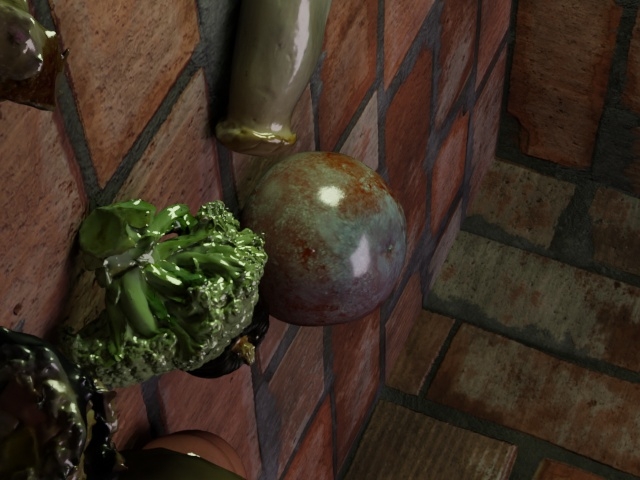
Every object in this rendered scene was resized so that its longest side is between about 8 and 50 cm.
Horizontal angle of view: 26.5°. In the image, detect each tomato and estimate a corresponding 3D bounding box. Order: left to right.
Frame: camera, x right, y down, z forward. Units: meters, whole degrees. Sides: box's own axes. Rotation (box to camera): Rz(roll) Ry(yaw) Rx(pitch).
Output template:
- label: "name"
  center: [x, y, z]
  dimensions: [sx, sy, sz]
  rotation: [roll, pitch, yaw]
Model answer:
- label: "tomato"
  center: [0.000, 0.000, 2.377]
  dimensions: [0.317, 0.282, 0.316]
  rotation: [-12, 104, -55]

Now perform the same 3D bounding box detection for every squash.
- label: "squash"
  center: [-0.165, 0.135, 2.188]
  dimensions: [0.193, 0.156, 0.193]
  rotation: [-22, 122, -40]

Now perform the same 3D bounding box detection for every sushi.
- label: "sushi"
  center: [-0.347, 0.225, 1.566]
  dimensions: [0.219, 0.238, 0.225]
  rotation: [45, 53, -66]

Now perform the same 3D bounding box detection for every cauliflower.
- label: "cauliflower"
  center: [-0.220, 0.053, 1.824]
  dimensions: [0.250, 0.272, 0.275]
  rotation: [57, 30, -31]

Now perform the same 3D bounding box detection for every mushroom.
- label: "mushroom"
  center: [-0.059, -0.327, 2.058]
  dimensions: [0.154, 0.137, 0.407]
  rotation: [-62, 168, -70]

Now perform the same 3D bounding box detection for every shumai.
- label: "shumai"
  center: [-0.316, -0.197, 1.265]
  dimensions: [0.206, 0.176, 0.166]
  rotation: [-56, 158, -52]

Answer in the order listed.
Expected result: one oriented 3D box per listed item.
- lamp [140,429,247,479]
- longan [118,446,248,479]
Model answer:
- label: "lamp"
  center: [-0.217, 0.464, 2.214]
  dimensions: [0.305, 0.240, 0.305]
  rotation: [19, 90, -74]
- label: "longan"
  center: [-0.217, 0.495, 1.886]
  dimensions: [0.404, 0.436, 0.404]
  rotation: [-55, -168, 17]
